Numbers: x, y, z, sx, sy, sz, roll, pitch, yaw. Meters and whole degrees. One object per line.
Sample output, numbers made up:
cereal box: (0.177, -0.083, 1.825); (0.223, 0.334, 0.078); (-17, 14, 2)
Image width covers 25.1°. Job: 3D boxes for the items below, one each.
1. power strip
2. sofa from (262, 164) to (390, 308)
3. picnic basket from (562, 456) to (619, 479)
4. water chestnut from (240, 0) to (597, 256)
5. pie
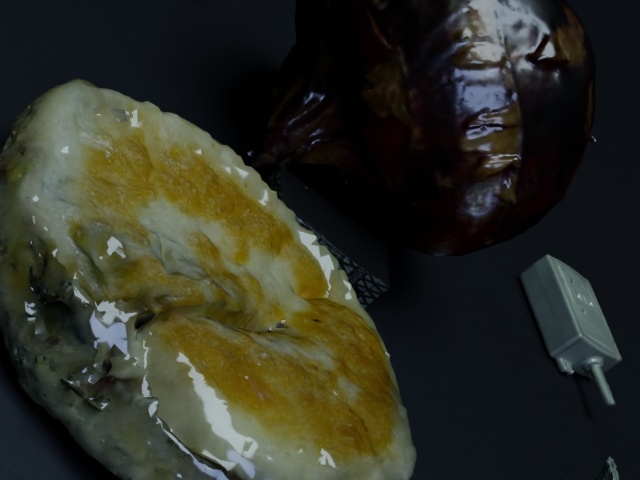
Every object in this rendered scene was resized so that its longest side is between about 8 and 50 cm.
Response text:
power strip: (0.247, 0.090, 1.378); (0.075, 0.042, 0.175); (29, 33, -39)
sofa: (0.000, 0.000, 1.107); (0.118, 0.039, 0.060); (36, 28, -26)
picnic basket: (0.232, 0.215, 1.150); (0.083, 0.083, 0.065); (9, 5, 12)
water chestnut: (0.066, -0.126, 1.161); (0.300, 0.300, 0.300); (38, 28, -24)
pie: (-0.071, 0.045, 0.894); (0.339, 0.077, 0.339); (35, 27, -21)
